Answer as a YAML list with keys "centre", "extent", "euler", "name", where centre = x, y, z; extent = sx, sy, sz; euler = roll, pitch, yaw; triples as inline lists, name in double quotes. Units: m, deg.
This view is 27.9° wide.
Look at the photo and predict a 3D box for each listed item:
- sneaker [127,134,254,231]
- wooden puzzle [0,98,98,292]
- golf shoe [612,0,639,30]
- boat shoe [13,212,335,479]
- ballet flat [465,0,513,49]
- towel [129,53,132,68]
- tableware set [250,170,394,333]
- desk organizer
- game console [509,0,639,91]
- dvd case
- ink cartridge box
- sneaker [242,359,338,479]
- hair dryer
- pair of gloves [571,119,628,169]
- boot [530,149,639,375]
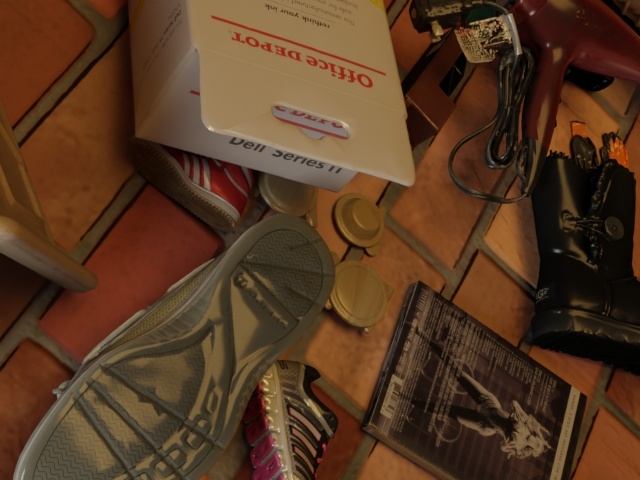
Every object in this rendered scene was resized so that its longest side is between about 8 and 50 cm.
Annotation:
- centre: [-0.108, -0.067, 1.114]
  extent: [0.118, 0.042, 0.067]
  euler: [40, 55, -21]
  name: "sneaker"
- centre: [-0.282, -0.121, 0.886]
  extent: [0.080, 0.322, 0.348]
  euler: [-26, 83, -4]
  name: "wooden puzzle"
- centre: [0.351, -0.291, 1.445]
  extent: [0.140, 0.115, 0.306]
  euler: [-19, 74, -27]
  name: "golf shoe"
- centre: [-0.115, 0.103, 1.002]
  extent: [0.118, 0.103, 0.320]
  euler: [47, 60, -12]
  name: "boat shoe"
- centre: [0.186, -0.300, 1.409]
  extent: [0.067, 0.073, 0.206]
  euler: [14, 70, -43]
  name: "ballet flat"
- centre: [-0.055, -0.121, 1.172]
  extent: [0.237, 0.021, 0.102]
  euler: [6, 50, -33]
  name: "towel"
- centre: [0.000, 0.000, 1.174]
  extent: [0.168, 0.020, 0.141]
  euler: [25, 57, -22]
  name: "tableware set"
- centre: [0.117, -0.157, 1.306]
  extent: [0.050, 0.047, 0.130]
  euler: [45, 52, -12]
  name: "desk organizer"
- centre: [0.370, -0.251, 1.523]
  extent: [0.361, 0.044, 0.213]
  euler: [19, 60, -25]
  name: "game console"
- centre: [0.150, 0.160, 1.207]
  extent: [0.221, 0.018, 0.165]
  euler: [34, 53, -17]
  name: "dvd case"
- centre: [-0.051, -0.175, 1.107]
  extent: [0.207, 0.119, 0.354]
  euler: [15, 49, -28]
  name: "ink cartridge box"
- centre: [-0.016, 0.172, 1.057]
  extent: [0.074, 0.063, 0.170]
  euler: [-1, 66, -28]
  name: "sneaker"
- centre: [0.224, -0.168, 1.317]
  extent: [0.293, 0.080, 0.224]
  euler: [-18, 94, -25]
  name: "hair dryer"
- centre: [0.311, -0.094, 1.434]
  extent: [0.083, 0.010, 0.074]
  euler: [11, 64, -29]
  name: "pair of gloves"
- centre: [0.322, 0.025, 1.333]
  extent: [0.246, 0.094, 0.207]
  euler: [15, 66, -22]
  name: "boot"
